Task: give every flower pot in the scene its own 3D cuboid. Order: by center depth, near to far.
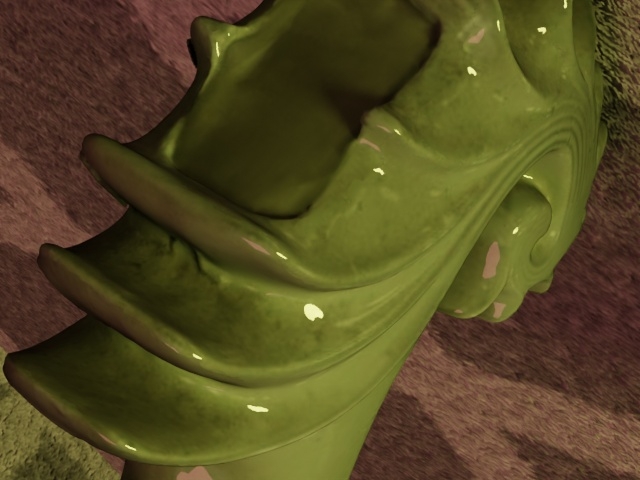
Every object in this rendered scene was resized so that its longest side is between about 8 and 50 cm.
[{"bbox_3d":[0.000,0.000,1.008,0.164,0.367,0.254,30,158,30],"label":"flower pot"}]
